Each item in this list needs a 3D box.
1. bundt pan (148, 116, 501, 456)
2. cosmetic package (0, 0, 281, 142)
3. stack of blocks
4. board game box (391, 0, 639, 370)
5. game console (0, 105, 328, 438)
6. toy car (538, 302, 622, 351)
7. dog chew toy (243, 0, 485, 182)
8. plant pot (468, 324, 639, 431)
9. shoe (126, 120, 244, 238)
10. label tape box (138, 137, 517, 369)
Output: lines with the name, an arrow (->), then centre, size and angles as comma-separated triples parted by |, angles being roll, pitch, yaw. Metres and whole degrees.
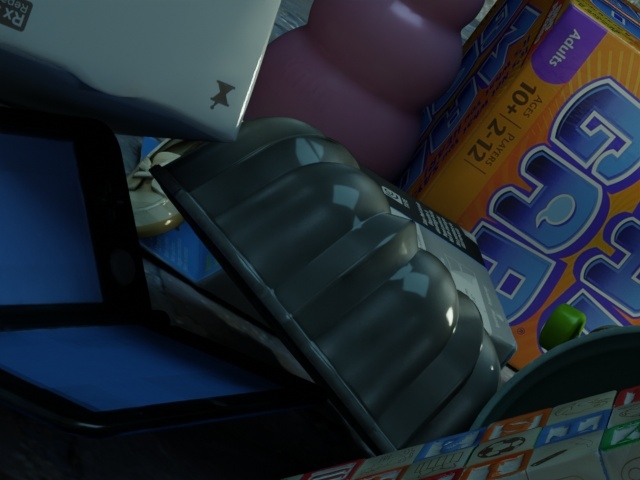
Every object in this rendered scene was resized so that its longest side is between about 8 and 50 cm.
bundt pan -> 0.019, 0.037, 1.209 | 0.331, 0.124, 0.331 | 51, -5, 6
cosmetic package -> -0.202, -0.183, 1.234 | 0.217, 0.156, 0.385 | 21, -6, -27
stack of blocks -> 0.078, 0.175, 0.920 | 0.171, 0.297, 0.087 | -36, 107, -72
board game box -> 0.299, -0.069, 1.809 | 0.356, 0.356, 0.356 | 34, 19, -9
game console -> -0.153, 0.011, 1.061 | 0.293, 0.173, 0.250 | 2, 74, -61
toy car -> 0.246, 0.178, 1.543 | 0.155, 0.149, 0.188 | 31, 42, 20
dog chew toy -> 0.059, -0.204, 1.739 | 0.206, 0.332, 0.207 | 33, 19, -13
plant pot -> 0.240, 0.227, 1.179 | 0.293, 0.293, 0.196 | 42, -8, 15
shoe -> -0.129, -0.065, 1.398 | 0.076, 0.058, 0.219 | 8, 29, 26
label tape box -> 0.000, 0.000, 1.491 | 0.347, 0.115, 0.249 | 33, 18, -17
